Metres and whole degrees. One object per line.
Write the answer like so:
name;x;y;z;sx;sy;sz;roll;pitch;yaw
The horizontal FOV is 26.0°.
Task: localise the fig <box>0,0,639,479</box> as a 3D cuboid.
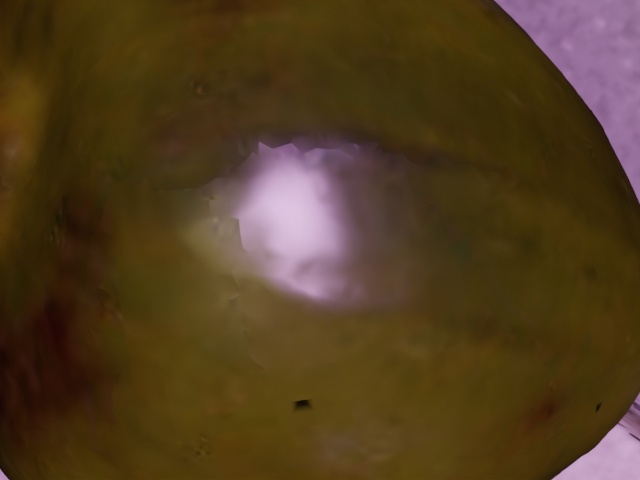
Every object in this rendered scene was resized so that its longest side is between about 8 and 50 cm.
fig;0.000;0.000;0.421;0.225;0.203;0.203;10;113;-26
